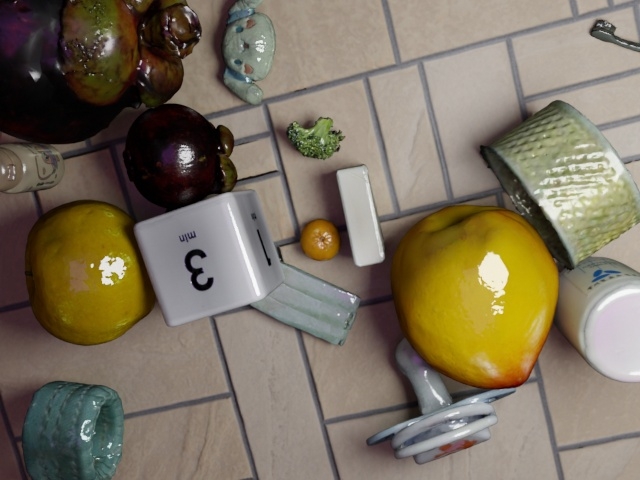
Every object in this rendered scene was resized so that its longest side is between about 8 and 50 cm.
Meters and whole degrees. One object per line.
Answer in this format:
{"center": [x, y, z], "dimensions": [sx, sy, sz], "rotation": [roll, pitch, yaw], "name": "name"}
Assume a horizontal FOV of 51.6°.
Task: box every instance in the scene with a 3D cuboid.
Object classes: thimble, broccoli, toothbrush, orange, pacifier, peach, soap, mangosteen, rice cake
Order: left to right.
{"center": [-0.429, -0.366, 1.127], "dimensions": [0.421, 0.381, 0.381], "rotation": [-24, 95, 2], "name": "mangosteen"}
{"center": [-0.488, 0.393, 1.332], "dimensions": [0.143, 0.198, 0.235], "rotation": [4, 131, 3], "name": "thimble"}
{"center": [-0.426, 0.060, 1.246], "dimensions": [0.235, 0.279, 0.279], "rotation": [-5, 99, -27], "name": "orange"}
{"center": [-0.263, -0.158, 1.235], "dimensions": [0.210, 0.210, 0.209], "rotation": [1, 98, 5], "name": "mangosteen"}
{"center": [-0.030, 0.120, 1.325], "dimensions": [0.211, 0.038, 0.124], "rotation": [20, 99, 2], "name": "rice cake"}
{"center": [-0.010, -0.198, 1.253], "dimensions": [0.097, 0.095, 0.092], "rotation": [29, 113, 8], "name": "broccoli"}
{"center": [0.000, 0.000, 1.289], "dimensions": [0.083, 0.070, 0.083], "rotation": [0, 94, 3], "name": "orange"}
{"center": [0.078, -0.050, 1.249], "dimensions": [0.064, 0.121, 0.183], "rotation": [-12, 96, 6], "name": "soap"}
{"center": [0.208, 0.288, 1.258], "dimensions": [0.300, 0.244, 0.233], "rotation": [-24, 65, 7], "name": "pacifier"}
{"center": [0.265, 0.098, 1.163], "dimensions": [0.289, 0.289, 0.307], "rotation": [-12, 101, 7], "name": "peach"}
{"center": [0.411, -0.097, 1.139], "dimensions": [0.150, 0.271, 0.270], "rotation": [-35, 94, 8], "name": "thimble"}
{"center": [0.636, -0.335, 1.203], "dimensions": [0.297, 0.030, 0.030], "rotation": [22, 90, 2], "name": "toothbrush"}

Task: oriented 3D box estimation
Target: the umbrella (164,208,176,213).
{"center": [-0.302, -0.041, 1.330], "dimensions": [0.036, 0.031, 0.133], "rotation": [24, 98, -20], "name": "umbrella"}

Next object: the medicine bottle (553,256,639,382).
{"center": [0.492, 0.119, 1.149], "dimensions": [0.170, 0.293, 0.170], "rotation": [1, 99, 4], "name": "medicine bottle"}

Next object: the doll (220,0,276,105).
{"center": [-0.136, -0.365, 1.250], "dimensions": [0.104, 0.071, 0.214], "rotation": [10, 108, 16], "name": "doll"}

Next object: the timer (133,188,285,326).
{"center": [-0.196, 0.027, 1.215], "dimensions": [0.192, 0.194, 0.195], "rotation": [-18, 94, 10], "name": "timer"}

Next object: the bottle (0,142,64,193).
{"center": [-0.582, -0.138, 1.252], "dimensions": [0.110, 0.209, 0.097], "rotation": [7, 98, 5], "name": "bottle"}
